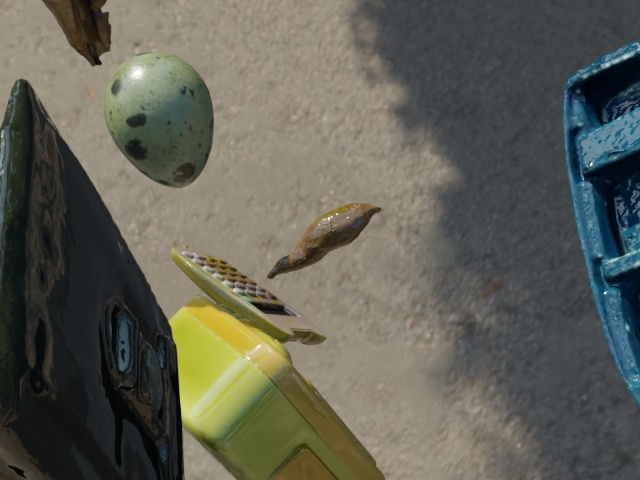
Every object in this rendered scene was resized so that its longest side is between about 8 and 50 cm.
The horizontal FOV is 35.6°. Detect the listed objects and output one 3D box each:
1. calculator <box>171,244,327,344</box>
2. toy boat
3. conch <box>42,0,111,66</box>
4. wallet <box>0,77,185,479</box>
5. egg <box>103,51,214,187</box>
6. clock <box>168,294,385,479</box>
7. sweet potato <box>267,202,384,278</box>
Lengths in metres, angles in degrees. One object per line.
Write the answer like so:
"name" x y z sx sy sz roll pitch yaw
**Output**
"calculator" -0.107 0.075 1.357 0.236 0.157 0.033 37 100 24
"toy boat" 0.230 0.013 0.652 0.061 0.096 0.299 16 59 -42
"conch" -0.236 -0.254 0.783 0.109 0.330 0.093 -42 67 -10
"wallet" -0.101 0.063 0.450 0.052 0.245 0.169 -5 53 3
"egg" -0.260 -0.196 1.637 0.177 0.177 0.228 -19 103 -16
"clock" -0.047 0.147 0.796 0.096 0.202 0.143 -46 39 -16
"sweet potato" -0.001 -0.003 1.631 0.226 0.068 0.068 -33 66 8
